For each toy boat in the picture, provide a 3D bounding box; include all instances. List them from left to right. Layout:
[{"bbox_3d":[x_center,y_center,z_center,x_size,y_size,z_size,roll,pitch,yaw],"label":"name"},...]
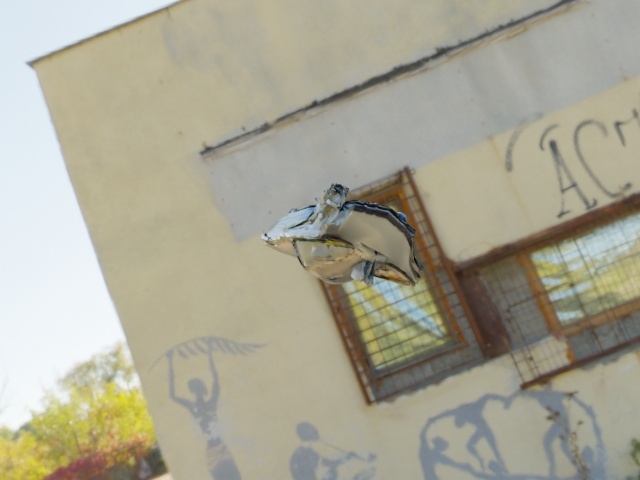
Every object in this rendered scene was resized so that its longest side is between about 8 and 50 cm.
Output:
[{"bbox_3d":[0.000,0.000,0.512,0.084,0.066,0.210,23,-10,-23],"label":"toy boat"}]
